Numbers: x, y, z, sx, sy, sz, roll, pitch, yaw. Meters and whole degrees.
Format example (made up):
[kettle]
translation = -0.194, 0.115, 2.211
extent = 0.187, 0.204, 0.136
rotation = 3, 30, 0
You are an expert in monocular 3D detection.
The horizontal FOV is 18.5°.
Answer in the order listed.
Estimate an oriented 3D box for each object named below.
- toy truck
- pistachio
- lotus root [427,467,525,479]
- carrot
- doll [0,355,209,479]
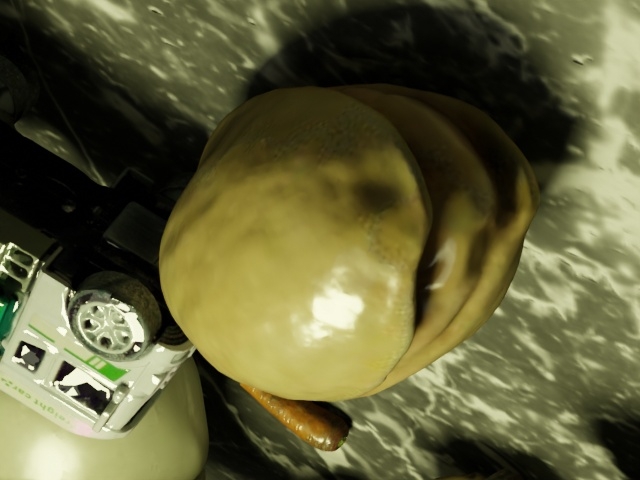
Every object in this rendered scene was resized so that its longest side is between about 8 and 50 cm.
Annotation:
[toy truck]
translation = -0.234, -0.016, 1.320
extent = 0.363, 0.176, 0.178
rotation = 29, 131, 3
[pistachio]
translation = 0.003, 0.001, 1.119
extent = 0.293, 0.162, 0.181
rotation = -18, 84, 63
[lotus root]
translation = 0.056, 0.296, 1.360
extent = 0.183, 0.310, 0.183
rotation = 43, 165, 14
[carrot]
translation = -0.019, 0.129, 1.492
extent = 0.093, 0.032, 0.032
rotation = 34, 153, 16
[doll]
translation = -0.194, 0.219, 1.534
extent = 0.215, 0.370, 0.226
rotation = 5, 171, 29
